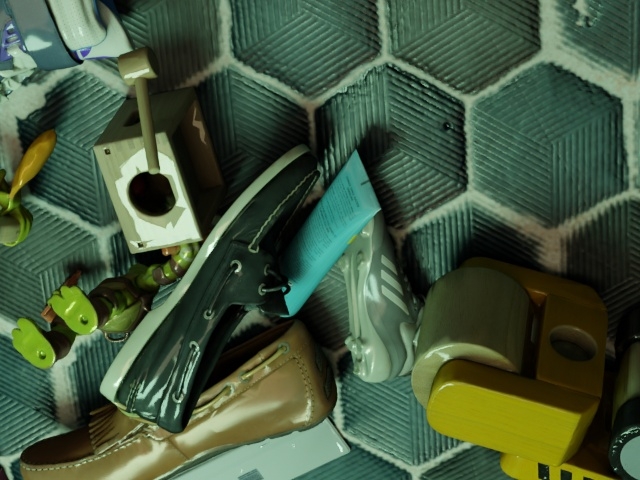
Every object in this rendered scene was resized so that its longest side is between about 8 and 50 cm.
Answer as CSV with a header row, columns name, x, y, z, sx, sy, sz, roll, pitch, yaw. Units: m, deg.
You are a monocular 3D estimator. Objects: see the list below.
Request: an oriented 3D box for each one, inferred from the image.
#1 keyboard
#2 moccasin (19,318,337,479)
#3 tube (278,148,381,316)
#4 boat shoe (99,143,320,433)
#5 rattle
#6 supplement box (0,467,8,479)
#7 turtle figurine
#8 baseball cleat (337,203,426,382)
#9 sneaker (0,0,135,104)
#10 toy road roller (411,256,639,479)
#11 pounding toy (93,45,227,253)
name,x,y,z,sx,sy,sz,roll,pitch,yaw
keyboard,-0.088,0.274,2.017,0.256,0.014,0.072,-28,114,22
moccasin,-0.174,0.190,1.916,0.380,0.139,0.147,-20,109,19
tube,0.000,0.000,1.814,0.052,0.080,0.207,-1,142,-37
boat shoe,-0.089,0.059,1.785,0.113,0.127,0.340,38,89,10
rattle,-0.398,-0.083,1.843,0.199,0.130,0.143,31,127,25
supplement box,-0.421,0.319,2.079,0.083,0.043,0.055,-14,113,17
turtle figurine,-0.236,0.072,1.829,0.269,0.217,0.087,-21,95,29
baseball cleat,0.074,0.049,1.849,0.109,0.072,0.206,-6,103,-27
sneaker,-0.314,-0.178,1.736,0.236,0.130,0.323,12,102,5
toy road roller,0.245,0.189,1.812,0.329,0.202,0.241,18,129,-1
pounding toy,-0.186,-0.097,1.747,0.094,0.181,0.206,-10,114,15
